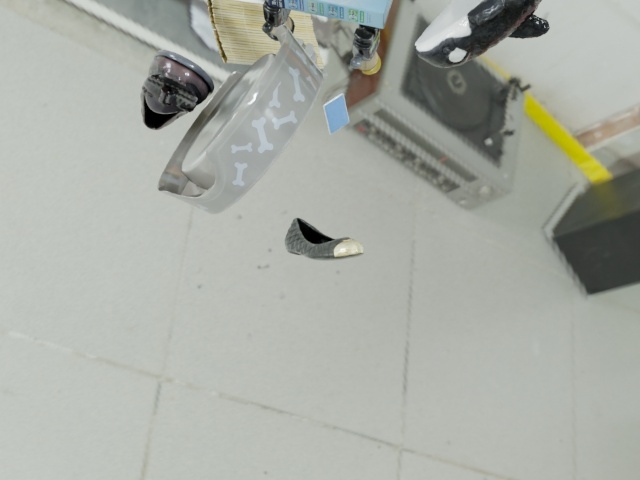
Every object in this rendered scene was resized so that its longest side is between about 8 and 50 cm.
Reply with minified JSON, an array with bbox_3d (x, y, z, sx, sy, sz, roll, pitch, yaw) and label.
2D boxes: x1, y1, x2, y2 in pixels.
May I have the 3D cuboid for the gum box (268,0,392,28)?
[{"bbox_3d":[0.028,-0.416,1.418,0.184,0.041,0.157,14,66,9],"label":"gum box"}]

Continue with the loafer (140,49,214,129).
[{"bbox_3d":[-0.248,-0.237,1.526,0.109,0.302,0.095,29,84,-12],"label":"loafer"}]

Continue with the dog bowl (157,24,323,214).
[{"bbox_3d":[-0.129,-0.193,1.538,0.102,0.349,0.349,37,54,-18],"label":"dog bowl"}]

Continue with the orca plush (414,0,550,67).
[{"bbox_3d":[0.259,-0.314,1.182,0.102,0.151,0.287,42,92,-22],"label":"orca plush"}]

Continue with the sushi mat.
[{"bbox_3d":[-0.115,-0.448,1.997,0.316,0.019,0.151,-9,81,-49],"label":"sushi mat"}]

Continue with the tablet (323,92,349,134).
[{"bbox_3d":[0.033,-0.268,1.947,0.054,0.006,0.083,-35,140,-17],"label":"tablet"}]

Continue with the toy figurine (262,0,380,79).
[{"bbox_3d":[0.003,-0.401,1.757,0.213,0.148,0.209,-21,72,-6],"label":"toy figurine"}]

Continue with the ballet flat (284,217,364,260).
[{"bbox_3d":[0.000,0.000,1.222,0.057,0.173,0.049,-1,96,-32],"label":"ballet flat"}]
